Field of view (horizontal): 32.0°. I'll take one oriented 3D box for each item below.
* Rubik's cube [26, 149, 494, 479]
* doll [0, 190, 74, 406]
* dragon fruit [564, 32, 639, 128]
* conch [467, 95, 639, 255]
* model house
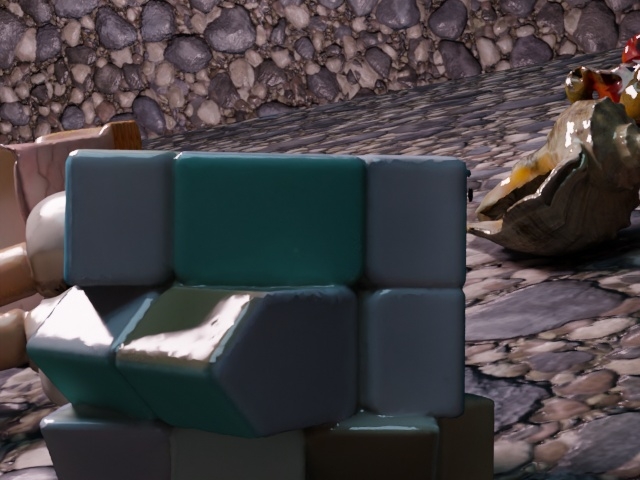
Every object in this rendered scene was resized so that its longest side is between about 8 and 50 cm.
[{"bbox_3d":[-0.023,0.064,0.556,0.224,0.212,0.265,1,0,-5],"label":"Rubik's cube"},{"bbox_3d":[-0.343,0.090,0.856,0.423,0.161,0.348,-29,34,-25],"label":"doll"},{"bbox_3d":[0.462,-0.194,1.274,0.307,0.243,0.227,-47,30,17],"label":"dragon fruit"},{"bbox_3d":[0.205,-0.049,0.999,0.155,0.130,0.207,-6,-10,-45],"label":"conch"},{"bbox_3d":[-0.289,-0.002,1.137,0.237,0.202,0.237,-9,6,33],"label":"model house"}]
